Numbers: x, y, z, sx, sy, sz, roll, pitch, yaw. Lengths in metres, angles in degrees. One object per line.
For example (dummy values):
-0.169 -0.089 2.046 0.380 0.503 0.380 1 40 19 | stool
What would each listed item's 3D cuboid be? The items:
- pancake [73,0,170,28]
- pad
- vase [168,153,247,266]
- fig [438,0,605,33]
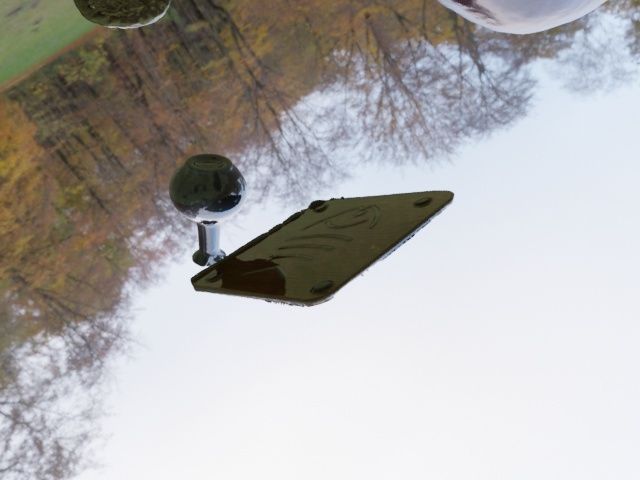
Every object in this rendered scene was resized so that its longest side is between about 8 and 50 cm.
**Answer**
-0.231 -0.286 0.624 0.115 0.114 0.011 -51 170 -32 | pancake
0.000 0.000 0.713 0.284 0.018 0.286 -34 -157 -36 | pad
-0.177 -0.041 0.851 0.120 0.183 0.120 5 -150 -3 | vase
0.147 -0.277 0.388 0.235 0.235 0.214 -42 -155 -18 | fig
